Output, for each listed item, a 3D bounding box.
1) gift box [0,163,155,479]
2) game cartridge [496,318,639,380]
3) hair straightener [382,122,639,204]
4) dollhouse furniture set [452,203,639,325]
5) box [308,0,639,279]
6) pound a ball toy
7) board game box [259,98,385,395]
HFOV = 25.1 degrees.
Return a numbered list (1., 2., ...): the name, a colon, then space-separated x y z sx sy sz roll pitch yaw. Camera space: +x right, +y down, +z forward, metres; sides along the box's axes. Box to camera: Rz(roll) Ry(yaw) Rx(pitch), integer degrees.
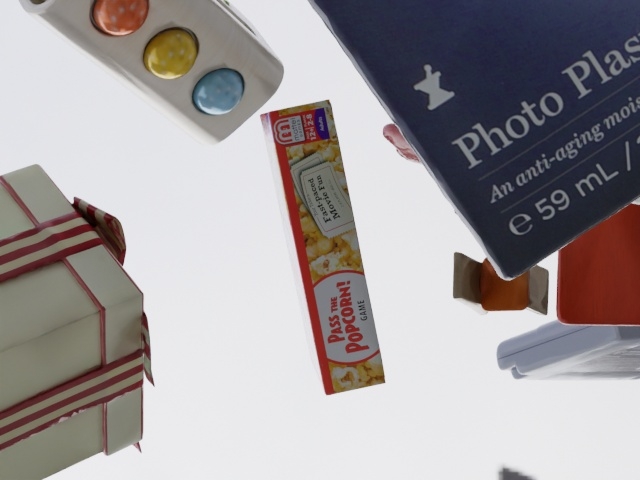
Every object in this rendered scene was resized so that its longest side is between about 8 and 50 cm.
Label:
1. gift box: -0.303 0.114 1.450 0.258 0.276 0.255 -24 -34 -28
2. game cartridge: 0.362 0.111 1.613 0.294 0.196 0.060 5 -108 -43
3. hair straightener: 0.145 -0.067 0.773 0.047 0.230 0.089 44 -113 -47
4. dollhouse furniture set: 0.241 -0.057 1.196 0.135 0.262 0.259 27 -116 -63
5. box: 0.113 -0.195 0.625 0.294 0.296 0.183 53 -169 -11
6. pound a ball toy: -0.147 -0.246 1.403 0.319 0.208 0.136 38 -165 -49
7. board game box: 0.000 0.000 1.016 0.147 0.045 0.193 -138 36 -84
